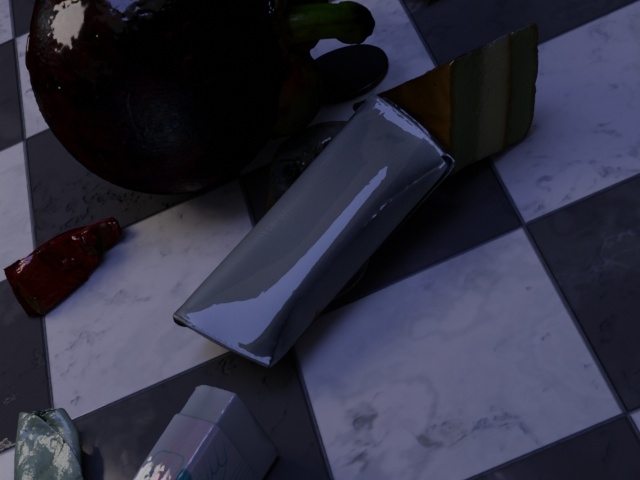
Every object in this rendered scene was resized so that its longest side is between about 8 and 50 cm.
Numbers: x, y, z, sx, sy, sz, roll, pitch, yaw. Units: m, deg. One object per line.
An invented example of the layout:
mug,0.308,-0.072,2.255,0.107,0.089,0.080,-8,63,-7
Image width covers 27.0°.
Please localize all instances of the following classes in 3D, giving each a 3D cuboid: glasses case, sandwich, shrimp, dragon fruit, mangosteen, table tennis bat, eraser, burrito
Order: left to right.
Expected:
burrito,-0.254,0.203,1.256,0.074,0.044,0.118,-17,44,7
dragon fruit,-0.280,0.011,1.449,0.131,0.063,0.097,-28,42,-1
eraser,-0.124,0.238,1.116,0.052,0.095,0.225,8,53,38
mangosteen,-0.134,-0.199,1.415,0.360,0.306,0.306,3,49,14
table tennis bat,0.002,-0.185,1.539,0.158,0.014,0.095,-19,43,7
glasses case,0.002,0.001,1.295,0.128,0.083,0.308,33,73,32
shrimp,0.011,-0.064,1.402,0.148,0.035,0.195,-7,44,18
sandwich,0.119,-0.172,1.355,0.117,0.144,0.187,-26,41,-26
